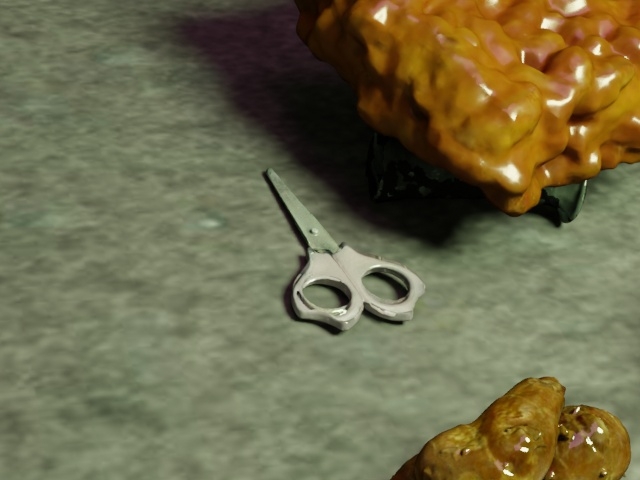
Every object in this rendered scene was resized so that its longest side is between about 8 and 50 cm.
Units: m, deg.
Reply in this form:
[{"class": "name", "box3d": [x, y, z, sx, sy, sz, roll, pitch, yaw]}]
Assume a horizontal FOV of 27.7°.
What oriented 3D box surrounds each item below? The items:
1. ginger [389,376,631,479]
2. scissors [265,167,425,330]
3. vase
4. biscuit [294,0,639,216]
[{"class": "ginger", "box3d": [0.115, 0.127, 0.750, 0.162, 0.103, 0.073, -5, 51, -26]}, {"class": "scissors", "box3d": [0.000, 0.000, 0.949, 0.100, 0.015, 0.189, -10, 42, -25]}, {"class": "vase", "box3d": [0.122, -0.050, 1.014, 0.167, 0.059, 0.059, 5, 38, -11]}, {"class": "biscuit", "box3d": [0.144, -0.175, 1.030, 0.312, 0.110, 0.318, -20, 54, -31]}]
